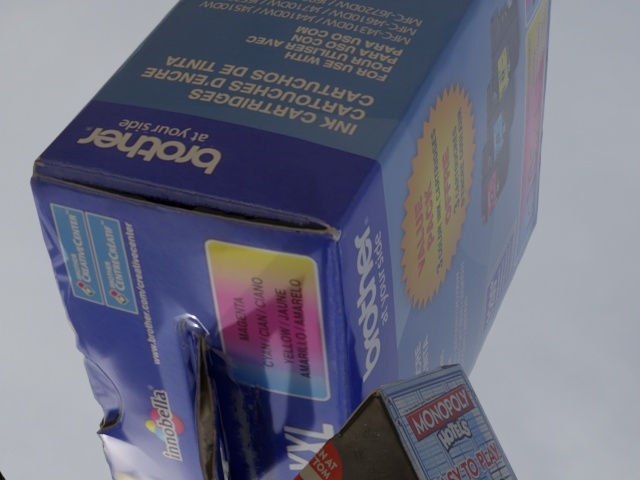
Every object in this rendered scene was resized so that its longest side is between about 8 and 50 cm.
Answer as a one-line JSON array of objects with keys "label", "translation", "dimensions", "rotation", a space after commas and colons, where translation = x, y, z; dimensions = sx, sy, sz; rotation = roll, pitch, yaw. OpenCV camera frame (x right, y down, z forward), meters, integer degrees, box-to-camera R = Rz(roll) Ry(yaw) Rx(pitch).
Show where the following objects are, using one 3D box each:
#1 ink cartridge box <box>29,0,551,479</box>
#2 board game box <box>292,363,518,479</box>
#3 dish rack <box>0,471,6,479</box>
[{"label": "ink cartridge box", "translation": [0.000, 0.000, 0.682], "dimensions": [0.151, 0.270, 0.395], "rotation": [13, -136, 21]}, {"label": "board game box", "translation": [0.011, 0.144, 0.402], "dimensions": [0.194, 0.060, 0.194], "rotation": [-15, -95, 30]}, {"label": "dish rack", "translation": [-0.331, 0.233, 0.835], "dimensions": [0.074, 0.272, 0.208], "rotation": [153, -65, -64]}]
